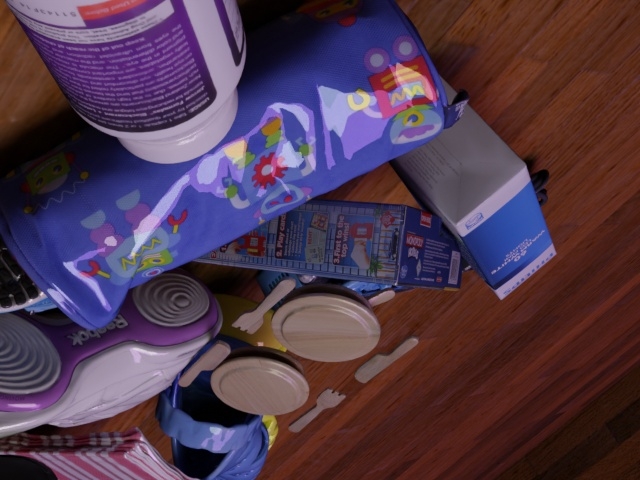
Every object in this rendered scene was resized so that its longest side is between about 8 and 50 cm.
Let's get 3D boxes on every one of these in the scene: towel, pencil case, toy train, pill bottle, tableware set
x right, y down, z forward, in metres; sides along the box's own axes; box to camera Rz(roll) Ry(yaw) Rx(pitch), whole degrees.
[{"bbox_3d":[-0.217,0.214,1.023,0.197,0.029,0.144,-4,147,25],"label":"towel"},{"bbox_3d":[-0.061,-0.057,0.720,0.306,0.119,0.133,-30,135,-3],"label":"pencil case"},{"bbox_3d":[0.029,0.031,1.075,0.184,0.080,0.105,-8,156,-49],"label":"toy train"},{"bbox_3d":[-0.098,-0.119,0.569,0.108,0.108,0.193,-30,157,-7],"label":"pill bottle"},{"bbox_3d":[-0.023,0.087,0.905,0.128,0.039,0.194,26,136,-21],"label":"tableware set"}]

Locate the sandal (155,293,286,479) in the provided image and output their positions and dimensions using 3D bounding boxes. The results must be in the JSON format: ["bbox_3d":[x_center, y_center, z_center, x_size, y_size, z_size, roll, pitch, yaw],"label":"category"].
[{"bbox_3d":[-0.112,0.185,1.086,0.317,0.126,0.138,95,13,-54],"label":"sandal"}]

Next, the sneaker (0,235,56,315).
[{"bbox_3d":[-0.215,0.034,0.783,0.162,0.063,0.073,-10,151,-42],"label":"sneaker"}]

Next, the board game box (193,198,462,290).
[{"bbox_3d":[0.000,0.000,0.869,0.194,0.060,0.194,7,179,20],"label":"board game box"}]

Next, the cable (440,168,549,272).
[{"bbox_3d":[0.172,-0.024,1.195,0.184,0.047,0.150,-39,151,22],"label":"cable"}]

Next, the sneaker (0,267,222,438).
[{"bbox_3d":[-0.220,0.116,0.869,0.305,0.114,0.152,-11,148,-41],"label":"sneaker"}]

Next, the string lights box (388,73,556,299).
[{"bbox_3d":[0.129,-0.044,0.970,0.077,0.133,0.260,-41,157,3],"label":"string lights box"}]

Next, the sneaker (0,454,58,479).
[{"bbox_3d":[-0.348,0.208,0.772,0.330,0.122,0.146,-11,154,18],"label":"sneaker"}]
